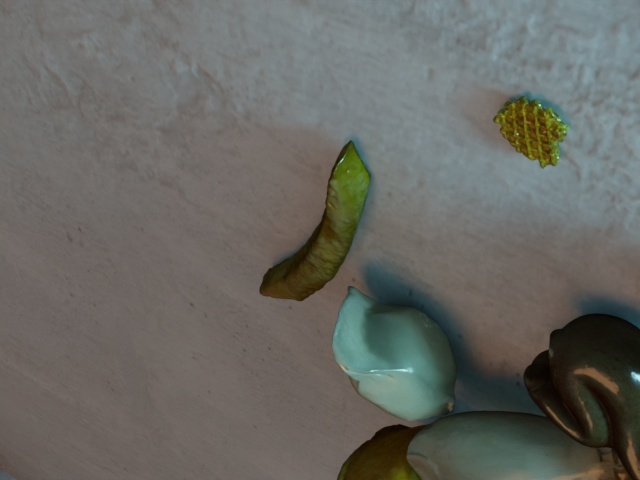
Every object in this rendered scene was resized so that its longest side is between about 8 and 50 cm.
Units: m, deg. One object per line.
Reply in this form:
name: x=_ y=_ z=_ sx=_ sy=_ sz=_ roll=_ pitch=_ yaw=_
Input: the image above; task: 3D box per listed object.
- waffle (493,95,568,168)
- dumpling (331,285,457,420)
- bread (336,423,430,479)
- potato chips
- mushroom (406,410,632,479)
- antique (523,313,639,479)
waffle: x=0.209 y=-0.109 z=1.315 sx=0.078 sy=0.016 sz=0.085 roll=35 pitch=152 yaw=2
dumpling: x=0.094 y=0.149 z=1.719 sx=0.132 sy=0.162 sz=0.250 roll=-33 pitch=138 yaw=23
bread: x=0.160 y=0.389 z=1.848 sx=0.312 sy=0.312 sz=0.172 roll=44 pitch=138 yaw=-12
potato chips: x=0.000 y=0.000 z=1.675 sx=0.080 sy=0.057 sz=0.407 roll=33 pitch=152 yaw=0
mushroom: x=0.262 y=0.268 z=1.665 sx=0.350 sy=0.128 sz=0.128 roll=-13 pitch=126 yaw=39
antique: x=0.360 y=0.179 z=1.480 sx=0.257 sy=0.121 sz=0.143 roll=39 pitch=144 yaw=12
